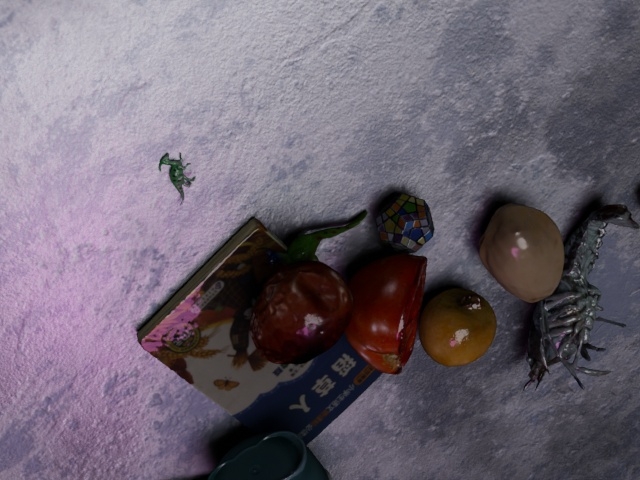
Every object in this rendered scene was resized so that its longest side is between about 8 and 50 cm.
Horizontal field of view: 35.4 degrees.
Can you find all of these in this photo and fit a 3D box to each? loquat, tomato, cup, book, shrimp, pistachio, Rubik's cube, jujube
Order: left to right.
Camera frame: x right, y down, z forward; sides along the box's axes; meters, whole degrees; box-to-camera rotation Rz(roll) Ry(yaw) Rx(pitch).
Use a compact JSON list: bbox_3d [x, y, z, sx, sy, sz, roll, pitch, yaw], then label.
[{"bbox_3d":[-0.105,0.507,1.840,0.289,0.219,0.258,-30,131,-7],"label":"cup"},{"bbox_3d":[-0.083,0.191,1.823,0.300,0.039,0.428,-45,122,3],"label":"book"},{"bbox_3d":[-0.039,0.131,1.678,0.168,0.168,0.236,0,150,-21],"label":"jujube"},{"bbox_3d":[0.109,0.120,1.782,0.139,0.200,0.233,16,147,10],"label":"tomato"},{"bbox_3d":[0.150,-0.029,1.773,0.111,0.111,0.093,23,79,-29],"label":"Rubik's cube"},{"bbox_3d":[0.257,0.163,1.884,0.163,0.137,0.163,-9,125,-14],"label":"loquat"},{"bbox_3d":[0.376,0.024,1.867,0.152,0.126,0.223,-13,130,12],"label":"pistachio"},{"bbox_3d":[0.502,0.122,1.959,0.221,0.166,0.411,2,101,-45],"label":"shrimp"}]

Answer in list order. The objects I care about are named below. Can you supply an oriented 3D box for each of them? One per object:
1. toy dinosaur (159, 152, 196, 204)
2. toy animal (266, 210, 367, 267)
[{"bbox_3d":[-0.237,-0.102,1.630,0.062,0.021,0.083,19,103,-20],"label":"toy dinosaur"},{"bbox_3d":[0.002,0.016,1.745,0.216,0.041,0.075,-22,110,-28],"label":"toy animal"}]
